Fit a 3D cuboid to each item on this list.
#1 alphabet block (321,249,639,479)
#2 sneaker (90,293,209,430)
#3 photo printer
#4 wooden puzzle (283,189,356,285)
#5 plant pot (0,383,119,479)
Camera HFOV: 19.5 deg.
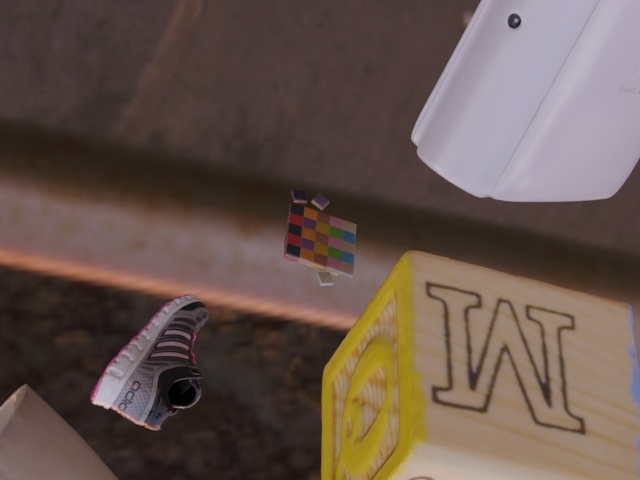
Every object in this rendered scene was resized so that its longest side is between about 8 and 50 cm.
[{"bbox_3d":[0.123,0.150,1.458,0.197,0.193,0.192,14,138,-17],"label":"alphabet block"},{"bbox_3d":[-0.129,0.107,1.576,0.075,0.170,0.063,38,121,1],"label":"sneaker"},{"bbox_3d":[0.223,-0.179,1.453,0.256,0.107,0.307,-2,124,-58],"label":"photo printer"},{"bbox_3d":[0.000,0.000,1.265,0.049,0.083,0.006,19,134,-13],"label":"wooden puzzle"},{"bbox_3d":[-0.293,0.342,2.047,0.274,0.256,0.256,39,122,-10],"label":"plant pot"}]
